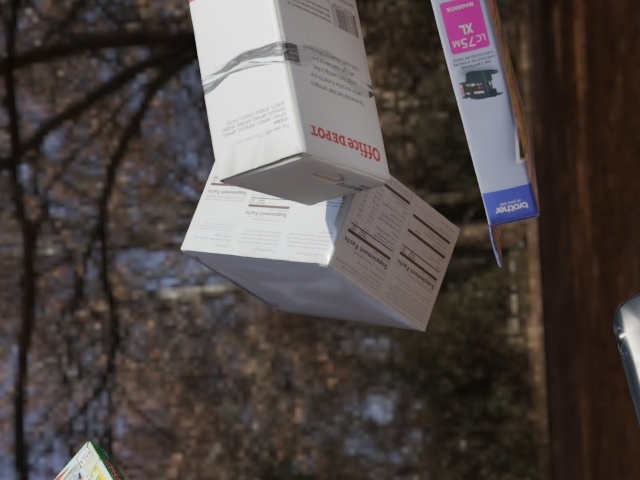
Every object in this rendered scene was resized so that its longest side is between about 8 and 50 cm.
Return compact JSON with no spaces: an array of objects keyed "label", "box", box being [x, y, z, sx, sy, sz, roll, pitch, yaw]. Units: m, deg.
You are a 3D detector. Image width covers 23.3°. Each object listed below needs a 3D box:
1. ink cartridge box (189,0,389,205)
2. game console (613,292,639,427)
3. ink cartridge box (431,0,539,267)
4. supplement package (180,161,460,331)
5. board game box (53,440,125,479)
[{"label":"ink cartridge box","box":[-0.036,-0.188,1.714,0.197,0.114,0.272,13,-118,-59]},{"label":"game console","box":[0.466,0.176,1.390,0.060,0.342,0.386,55,-158,-56]},{"label":"ink cartridge box","box":[0.176,-0.150,1.618,0.185,0.065,0.311,-80,-22,-63]},{"label":"supplement package","box":[0.000,0.000,1.940,0.204,0.262,0.145,35,-110,-42]},{"label":"board game box","box":[-0.351,0.431,1.965,0.046,0.317,0.213,41,180,-33]}]
